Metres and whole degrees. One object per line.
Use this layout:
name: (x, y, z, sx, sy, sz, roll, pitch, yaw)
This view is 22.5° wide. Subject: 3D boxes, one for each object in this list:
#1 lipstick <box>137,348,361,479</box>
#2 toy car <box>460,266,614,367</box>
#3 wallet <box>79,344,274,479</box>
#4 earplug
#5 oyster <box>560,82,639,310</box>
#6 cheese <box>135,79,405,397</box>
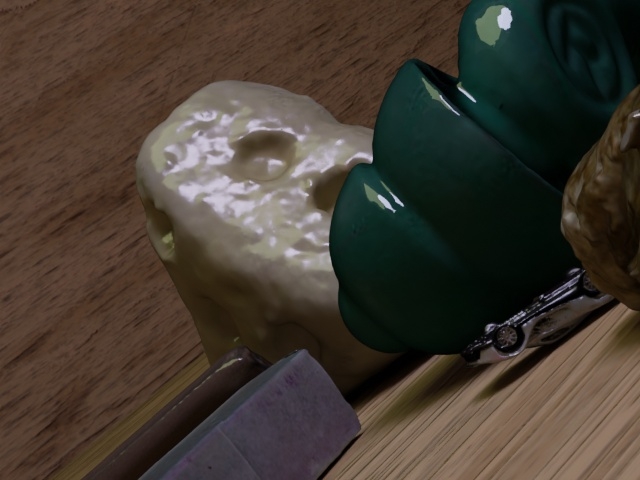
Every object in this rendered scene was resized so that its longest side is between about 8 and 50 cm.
lipstick: (-0.082, 0.161, 0.854, 0.068, 0.066, 0.317, -36, 2, 36)
toy car: (0.114, 0.040, 0.821, 0.093, 0.025, 0.041, -34, 1, 1)
wallet: (-0.079, 0.135, 1.051, 0.153, 0.039, 0.118, -42, -36, 5)
earplug: (0.115, -0.048, 0.962, 0.280, 0.164, 0.257, -48, -5, 2)
oyster: (0.217, -0.060, 0.638, 0.294, 0.094, 0.166, -30, -4, 20)
cheese: (-0.001, 0.001, 1.133, 0.248, 0.251, 0.174, -10, 23, 49)
